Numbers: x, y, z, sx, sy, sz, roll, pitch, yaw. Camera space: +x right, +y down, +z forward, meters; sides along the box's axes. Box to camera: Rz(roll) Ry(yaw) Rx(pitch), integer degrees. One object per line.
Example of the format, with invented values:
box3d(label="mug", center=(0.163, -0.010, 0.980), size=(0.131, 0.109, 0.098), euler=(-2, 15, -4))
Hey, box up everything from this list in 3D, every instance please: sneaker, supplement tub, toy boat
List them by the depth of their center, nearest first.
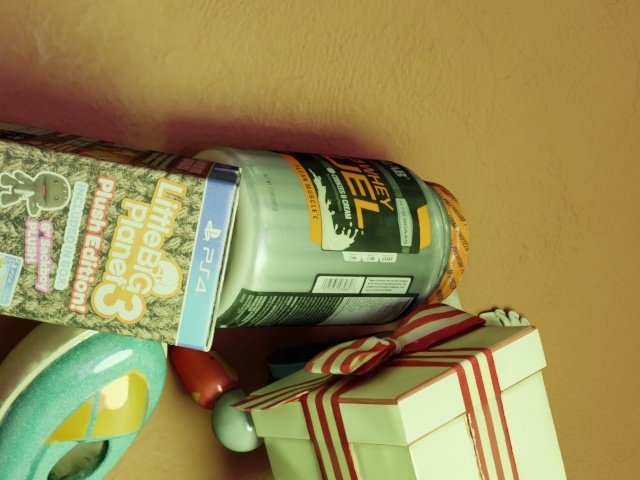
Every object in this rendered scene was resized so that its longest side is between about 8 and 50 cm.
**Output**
box3d(label="toy boat", center=(-0.193, 0.172, 1.233), size=(0.318, 0.148, 0.267), euler=(-4, 134, -47))
box3d(label="supplement tub", center=(0.000, 0.000, 1.340), size=(0.316, 0.194, 0.193), euler=(2, 100, -38))
box3d(label="sneaker", center=(0.053, 0.168, 1.451), size=(0.232, 0.081, 0.090), euler=(-6, 107, -1))

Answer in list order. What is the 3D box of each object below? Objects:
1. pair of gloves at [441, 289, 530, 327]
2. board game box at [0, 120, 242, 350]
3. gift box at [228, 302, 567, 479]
box3d(label="pair of gloves", center=(0.224, 0.157, 1.566), size=(0.240, 0.042, 0.204), euler=(29, 41, -41))
box3d(label="board game box", center=(-0.224, -0.018, 1.071), size=(0.291, 0.232, 0.141), euler=(11, 96, -4))
box3d(label="gift box", center=(0.075, 0.217, 1.263), size=(0.255, 0.276, 0.258), euler=(-21, 101, -47))
